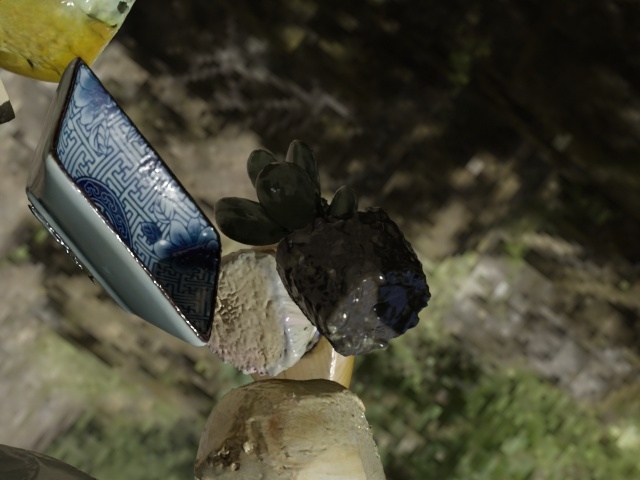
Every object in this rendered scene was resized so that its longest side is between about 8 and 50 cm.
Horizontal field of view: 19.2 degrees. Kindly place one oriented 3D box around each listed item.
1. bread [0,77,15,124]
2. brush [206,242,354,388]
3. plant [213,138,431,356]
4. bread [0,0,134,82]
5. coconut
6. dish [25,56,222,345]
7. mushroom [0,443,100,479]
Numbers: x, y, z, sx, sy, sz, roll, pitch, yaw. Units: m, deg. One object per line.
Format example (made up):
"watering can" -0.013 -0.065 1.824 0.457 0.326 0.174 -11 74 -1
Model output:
"bread" -0.334 -0.141 1.596 0.077 0.152 0.105 2 -144 32
"brush" -0.051 0.131 2.407 0.174 0.267 0.166 -15 -176 29
"plant" 0.002 0.000 2.070 0.146 0.274 0.149 -30 140 -18
"bread" -0.320 -0.378 2.190 0.264 0.239 0.395 -38 -149 52
"coconut" -0.037 0.220 1.827 0.194 0.194 0.194 -52 -178 3
"dish" -0.190 -0.022 1.718 0.080 0.243 0.182 -26 -151 19
"mushroom" -0.180 0.238 1.455 0.097 0.351 0.109 -33 139 -71
